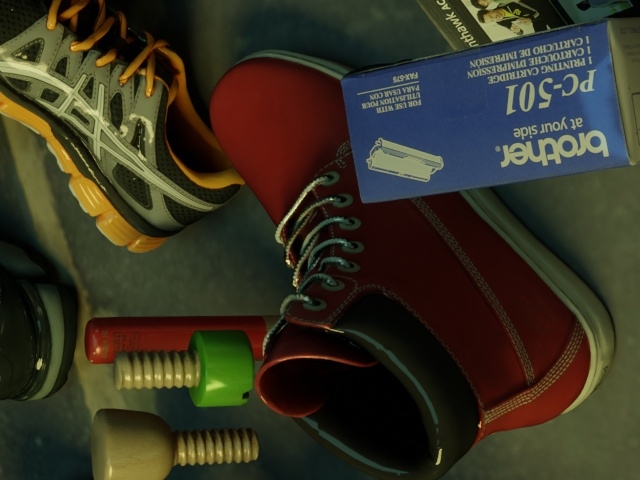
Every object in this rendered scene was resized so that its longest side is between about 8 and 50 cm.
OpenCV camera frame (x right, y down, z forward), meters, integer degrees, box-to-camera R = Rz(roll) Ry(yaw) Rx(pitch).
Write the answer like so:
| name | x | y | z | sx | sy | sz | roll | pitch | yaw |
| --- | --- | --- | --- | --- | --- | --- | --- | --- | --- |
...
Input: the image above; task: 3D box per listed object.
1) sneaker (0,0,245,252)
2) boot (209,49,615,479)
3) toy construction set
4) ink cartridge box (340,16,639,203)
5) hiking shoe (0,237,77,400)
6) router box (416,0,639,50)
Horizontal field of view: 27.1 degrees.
| name | x | y | z | sx | sy | sz | roll | pitch | yaw |
| --- | --- | --- | --- | --- | --- | --- | --- | --- | --- |
| sneaker | -0.116 | -0.087 | 0.684 | 0.083 | 0.084 | 0.215 | -18 | 131 | 25 |
| boot | 0.000 | 0.000 | 0.593 | 0.244 | 0.176 | 0.088 | 44 | 123 | 24 |
| toy construction set | 0.014 | 0.181 | 0.640 | 0.257 | 0.237 | 0.309 | 140 | 127 | -65 |
| ink cartridge box | 0.106 | -0.053 | 0.483 | 0.097 | 0.207 | 0.046 | -7 | 94 | 37 |
| hiking shoe | -0.291 | 0.005 | 0.835 | 0.304 | 0.132 | 0.113 | 29 | 115 | 29 |
| router box | 0.072 | -0.158 | 0.527 | 0.133 | 0.046 | 0.179 | -17 | 129 | 37 |
